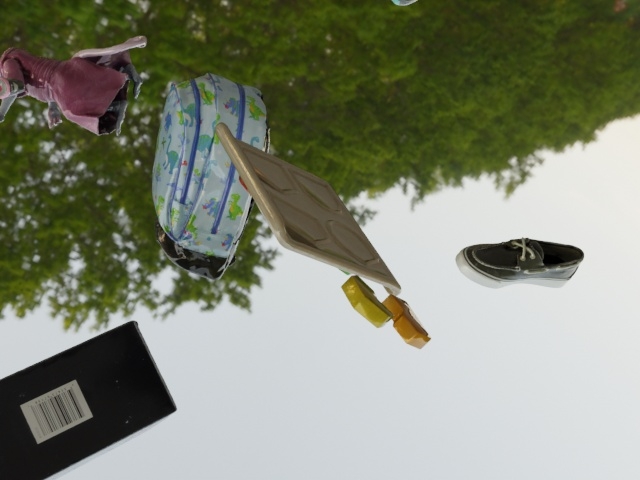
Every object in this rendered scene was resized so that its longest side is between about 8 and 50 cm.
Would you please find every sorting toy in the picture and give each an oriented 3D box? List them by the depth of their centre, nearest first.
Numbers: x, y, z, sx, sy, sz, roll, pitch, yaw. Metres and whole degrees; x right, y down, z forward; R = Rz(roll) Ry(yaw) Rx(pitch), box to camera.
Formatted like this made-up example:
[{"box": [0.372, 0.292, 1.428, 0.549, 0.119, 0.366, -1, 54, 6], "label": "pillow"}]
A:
[{"box": [0.000, 0.000, 0.973, 0.229, 0.041, 0.307, 27, -158, -44], "label": "sorting toy"}]

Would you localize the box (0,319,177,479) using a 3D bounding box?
[{"box": [-0.461, 0.316, 1.472, 0.343, 0.312, 0.179, -24, -97, -24], "label": "box"}]

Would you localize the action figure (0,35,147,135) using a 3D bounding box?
[{"box": [-0.607, -0.366, 1.890, 0.369, 0.276, 0.248, 16, -163, -3], "label": "action figure"}]

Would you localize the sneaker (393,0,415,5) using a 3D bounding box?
[{"box": [0.139, -0.320, 0.912, 0.065, 0.166, 0.076, 48, 171, -31], "label": "sneaker"}]

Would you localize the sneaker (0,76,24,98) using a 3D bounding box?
[{"box": [-0.600, -0.288, 1.582, 0.119, 0.047, 0.057, 11, -157, 39], "label": "sneaker"}]

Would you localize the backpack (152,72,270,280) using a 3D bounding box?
[{"box": [-0.225, -0.154, 1.695, 0.273, 0.356, 0.290, 26, -158, -23], "label": "backpack"}]

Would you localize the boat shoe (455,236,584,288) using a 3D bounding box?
[{"box": [0.310, 0.025, 1.300, 0.219, 0.070, 0.078, 2, -131, -28], "label": "boat shoe"}]
